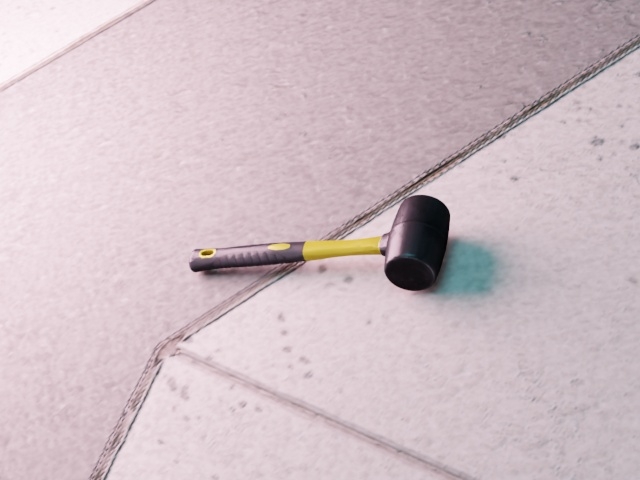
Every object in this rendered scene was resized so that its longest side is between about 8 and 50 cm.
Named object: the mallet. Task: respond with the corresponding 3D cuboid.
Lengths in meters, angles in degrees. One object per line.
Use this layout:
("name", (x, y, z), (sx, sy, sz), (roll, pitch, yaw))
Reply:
("mallet", (0.000, 0.000, 1.231), (0.189, 0.039, 0.062), (1, 47, 29))
